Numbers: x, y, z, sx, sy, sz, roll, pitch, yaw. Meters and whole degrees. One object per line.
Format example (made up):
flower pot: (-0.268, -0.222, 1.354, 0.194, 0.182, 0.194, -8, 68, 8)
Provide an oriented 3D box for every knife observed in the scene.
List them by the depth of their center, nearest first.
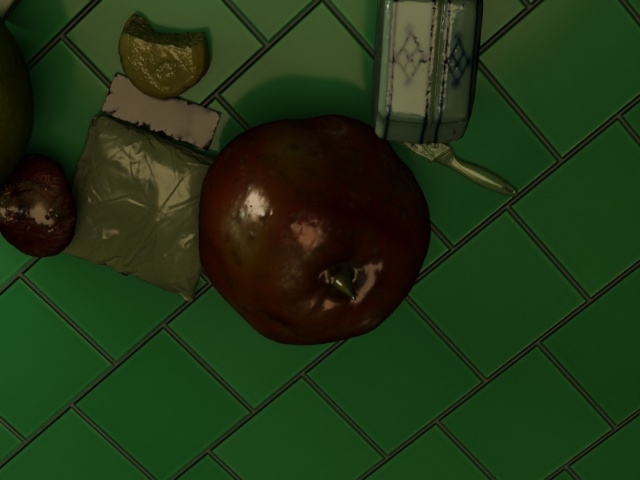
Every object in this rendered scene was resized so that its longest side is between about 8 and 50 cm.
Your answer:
knife: (0.224, -0.148, 1.898, 0.293, 0.020, 0.043, 24, 110, -8)

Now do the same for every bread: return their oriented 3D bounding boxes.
bread: (-0.267, -0.301, 1.807, 0.156, 0.086, 0.125, 13, 115, -3)

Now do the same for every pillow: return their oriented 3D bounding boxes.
pillow: (-0.310, -0.052, 1.899, 0.280, 0.076, 0.274, 22, 109, -7)

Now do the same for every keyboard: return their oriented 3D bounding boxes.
keyboard: (-0.276, -0.222, 1.868, 0.196, 0.015, 0.074, 20, 93, -8)

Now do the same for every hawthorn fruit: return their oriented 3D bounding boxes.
hawthorn fruit: (0.000, 0.000, 1.748, 0.402, 0.403, 0.403, 0, 110, 0)

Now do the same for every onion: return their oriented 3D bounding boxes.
onion: (-0.505, -0.056, 1.842, 0.147, 0.184, 0.184, -8, 117, -43)

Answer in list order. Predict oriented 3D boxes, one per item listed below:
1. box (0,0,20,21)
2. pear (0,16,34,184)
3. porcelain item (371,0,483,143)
box: (-0.579, -0.494, 1.743, 0.256, 0.069, 0.164, 38, 105, -12)
pear: (-0.625, -0.212, 1.707, 0.351, 0.352, 0.413, 25, 119, -9)
porcelain item: (0.166, -0.310, 1.701, 0.157, 0.281, 0.286, 3, 108, 1)
